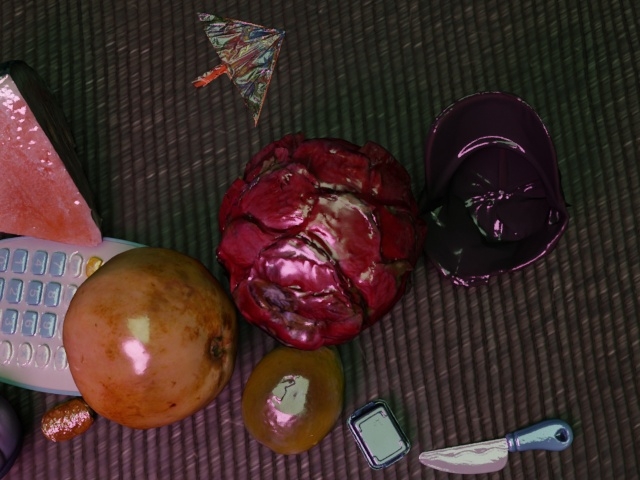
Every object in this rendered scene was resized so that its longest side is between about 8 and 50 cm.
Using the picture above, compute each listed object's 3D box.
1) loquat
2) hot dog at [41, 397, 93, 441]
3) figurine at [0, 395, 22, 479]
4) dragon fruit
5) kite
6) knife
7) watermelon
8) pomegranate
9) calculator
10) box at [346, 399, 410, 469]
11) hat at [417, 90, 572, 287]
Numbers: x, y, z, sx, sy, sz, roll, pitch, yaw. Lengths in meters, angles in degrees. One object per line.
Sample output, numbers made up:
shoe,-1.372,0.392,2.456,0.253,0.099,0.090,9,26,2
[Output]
loquat,-0.036,0.233,1.189,0.152,0.152,0.195,31,89,6
hot dog,-0.400,0.284,1.233,0.083,0.035,0.058,-23,80,-4
figurine,-0.574,0.267,1.156,0.265,0.197,0.175,39,88,15
dragon fruit,-0.002,0.002,1.149,0.329,0.329,0.329,0,80,0
kite,-0.138,-0.314,1.355,0.189,0.009,0.232,-31,81,-5
knife,0.279,0.334,1.230,0.244,0.032,0.058,-16,88,2
watermelon,-0.479,-0.117,1.185,0.292,0.250,0.283,36,90,23
pomegranate,-0.254,0.140,1.108,0.270,0.229,0.252,-2,114,32
calculator,-0.397,0.118,1.255,0.386,0.054,0.256,5,80,2
box,0.093,0.305,1.219,0.074,0.054,0.099,-29,80,-7
hat,0.274,-0.110,1.205,0.238,0.336,0.209,9,41,18
